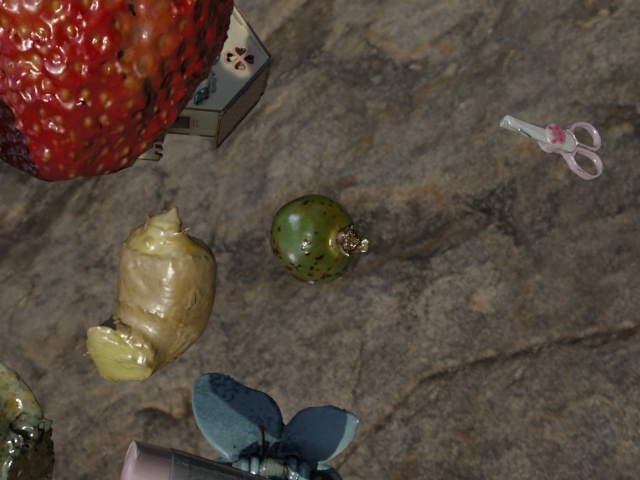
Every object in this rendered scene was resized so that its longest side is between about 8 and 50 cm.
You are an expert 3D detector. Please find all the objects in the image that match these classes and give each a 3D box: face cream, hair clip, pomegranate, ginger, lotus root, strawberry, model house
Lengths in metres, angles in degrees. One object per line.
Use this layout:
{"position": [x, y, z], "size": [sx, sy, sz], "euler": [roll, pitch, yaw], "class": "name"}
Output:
{"position": [-0.154, 0.362, 1.148], "size": [0.073, 0.269, 0.107], "euler": [-63, 18, 17], "class": "face cream"}
{"position": [-0.090, 0.458, 1.408], "size": [0.318, 0.238, 0.392], "euler": [5, 31, -9], "class": "hair clip"}
{"position": [-0.006, 0.002, 1.056], "size": [0.130, 0.130, 0.130], "euler": [-24, 37, 20], "class": "pomegranate"}
{"position": [-0.225, 0.084, 1.109], "size": [0.138, 0.152, 0.267], "euler": [22, 93, 24], "class": "ginger"}
{"position": [-0.517, 0.284, 1.139], "size": [0.260, 0.267, 0.149], "euler": [37, 44, 12], "class": "lotus root"}
{"position": [-0.186, -0.190, 0.627], "size": [0.250, 0.238, 0.288], "euler": [-5, 87, 51], "class": "strawberry"}
{"position": [-0.213, -0.308, 1.466], "size": [0.169, 0.244, 0.326], "euler": [118, 155, -61], "class": "model house"}

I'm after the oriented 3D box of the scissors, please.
{"position": [0.442, -0.196, 1.517], "size": [0.030, 0.242, 0.118], "euler": [-32, 48, 57], "class": "scissors"}
